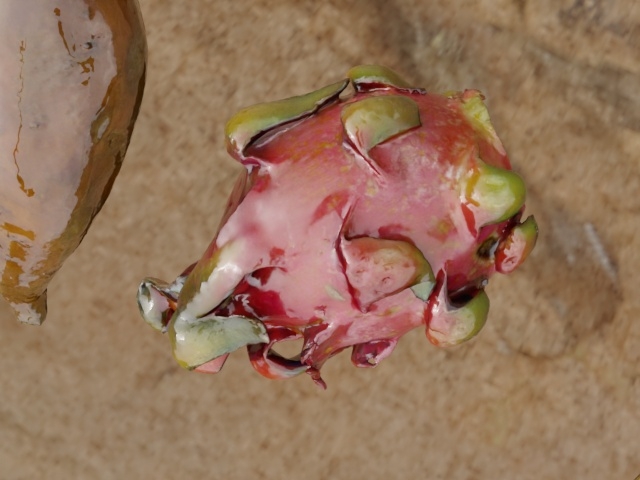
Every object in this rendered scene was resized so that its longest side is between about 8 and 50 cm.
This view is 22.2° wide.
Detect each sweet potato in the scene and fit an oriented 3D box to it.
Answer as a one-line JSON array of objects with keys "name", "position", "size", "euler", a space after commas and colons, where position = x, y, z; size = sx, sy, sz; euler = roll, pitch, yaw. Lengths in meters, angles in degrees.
[{"name": "sweet potato", "position": [-0.140, -0.097, 0.830], "size": [0.112, 0.112, 0.359], "euler": [17, 125, 13]}]

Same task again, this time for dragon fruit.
[{"name": "dragon fruit", "position": [0.017, 0.005, 1.255], "size": [0.243, 0.227, 0.307], "euler": [18, 120, -18]}]

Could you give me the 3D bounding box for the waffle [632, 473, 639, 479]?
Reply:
[{"name": "waffle", "position": [0.169, 0.163, 0.777], "size": [0.102, 0.148, 0.042], "euler": [47, 168, 16]}]
